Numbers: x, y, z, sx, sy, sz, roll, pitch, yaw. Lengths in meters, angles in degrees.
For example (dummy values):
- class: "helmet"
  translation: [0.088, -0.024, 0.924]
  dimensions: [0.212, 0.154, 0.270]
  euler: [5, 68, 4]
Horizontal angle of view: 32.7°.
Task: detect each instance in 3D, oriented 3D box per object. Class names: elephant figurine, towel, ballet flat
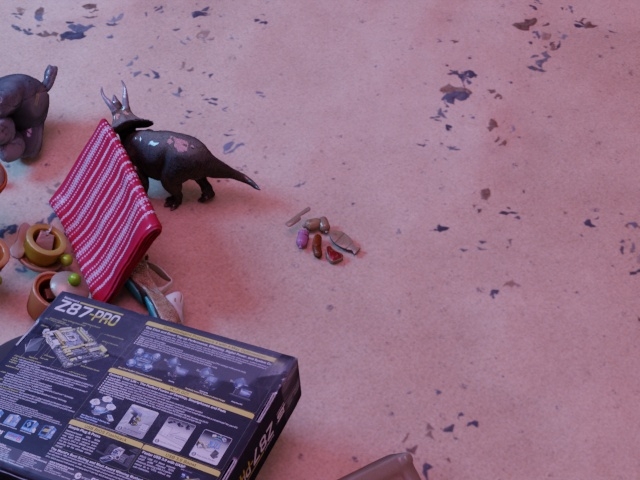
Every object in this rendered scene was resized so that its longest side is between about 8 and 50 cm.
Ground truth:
- class: "elephant figurine"
  translation: [-0.618, -0.235, 1.968]
  dimensions: [0.239, 0.169, 0.186]
  euler: [12, 20, 29]
- class: "towel"
  translation: [-0.357, -0.043, 1.790]
  dimensions: [0.031, 0.199, 0.275]
  euler: [12, 36, -44]
- class: "ballet flat"
  translation: [-0.258, 0.089, 1.743]
  dimensions: [0.067, 0.073, 0.206]
  euler: [-27, 57, -19]

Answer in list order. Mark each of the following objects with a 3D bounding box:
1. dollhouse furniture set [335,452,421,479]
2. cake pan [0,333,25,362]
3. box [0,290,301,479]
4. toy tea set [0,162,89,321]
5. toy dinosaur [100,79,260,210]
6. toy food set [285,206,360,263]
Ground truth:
- class: "dollhouse furniture set"
  translation: [0.023, 0.434, 1.467]
  dimensions: [0.301, 0.151, 0.198]
  euler: [-17, 72, -36]
- class: "cake pan"
  translation: [-0.407, 0.250, 1.620]
  dimensions: [0.293, 0.054, 0.293]
  euler: [0, 51, 0]
- class: "box"
  translation: [-0.268, 0.242, 1.485]
  dimensions: [0.394, 0.097, 0.318]
  euler: [13, 46, 19]
- class: "toy tea set"
  translation: [-0.499, -0.017, 1.739]
  dimensions: [0.336, 0.124, 0.200]
  euler: [34, 37, -5]
- class: "toy dinosaur"
  translation: [-0.259, -0.135, 1.872]
  dimensions: [0.313, 0.160, 0.121]
  euler: [24, 54, 19]
- class: "toy food set"
  translation: [0.000, 0.000, 1.856]
  dimensions: [0.078, 0.019, 0.122]
  euler: [-36, 67, -26]
